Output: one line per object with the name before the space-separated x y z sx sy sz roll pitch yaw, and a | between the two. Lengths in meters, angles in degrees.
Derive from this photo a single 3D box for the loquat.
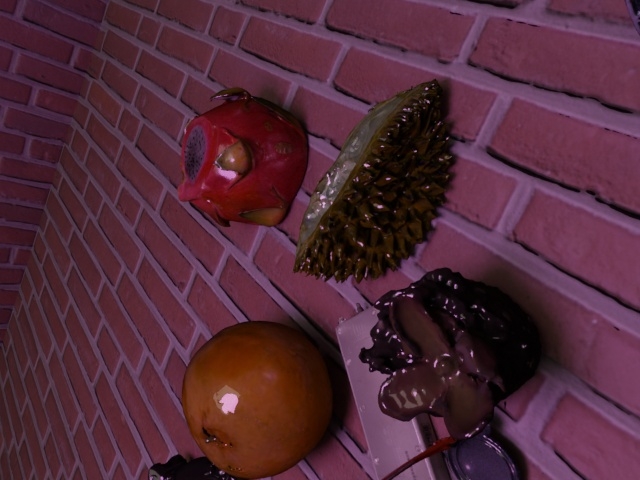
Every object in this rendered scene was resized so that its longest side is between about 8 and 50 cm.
loquat | -0.104 0.267 0.844 0.263 0.263 0.263 -10 75 43

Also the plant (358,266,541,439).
plant | 0.156 0.136 0.614 0.178 0.234 0.204 -52 56 31

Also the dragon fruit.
dragon fruit | -0.185 -0.172 1.029 0.290 0.189 0.291 -10 75 42

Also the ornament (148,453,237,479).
ornament | -0.236 0.569 1.015 0.260 0.106 0.251 -10 83 34

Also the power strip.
power strip | 0.110 0.265 0.759 0.106 0.043 0.367 -34 60 35

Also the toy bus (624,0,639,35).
toy bus | 0.447 -0.331 0.476 0.275 0.138 0.167 -14 71 41

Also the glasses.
glasses | 0.157 0.350 0.549 0.234 0.268 0.118 52 136 35

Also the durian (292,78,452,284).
durian | 0.090 -0.081 0.806 0.394 0.163 0.198 -62 21 9
